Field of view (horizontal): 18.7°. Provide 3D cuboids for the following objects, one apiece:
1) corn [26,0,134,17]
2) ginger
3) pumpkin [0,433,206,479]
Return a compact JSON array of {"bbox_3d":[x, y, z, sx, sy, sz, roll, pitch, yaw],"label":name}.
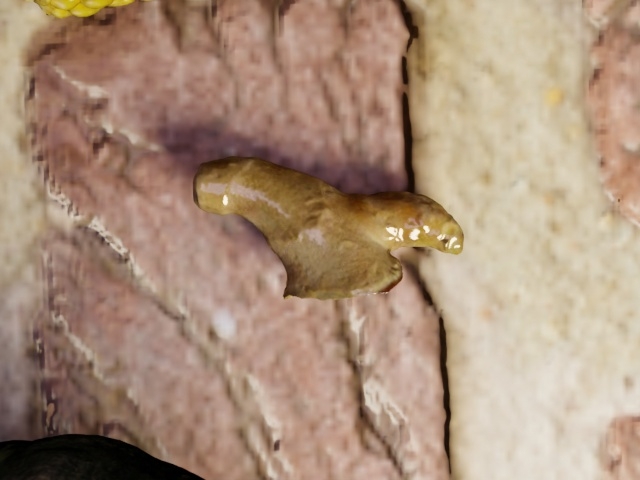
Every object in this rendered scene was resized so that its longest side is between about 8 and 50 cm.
[{"bbox_3d":[0.012,-0.150,0.634,0.260,0.091,0.091,-26,100,1],"label":"corn"},{"bbox_3d":[0.001,0.001,0.674,0.097,0.030,0.048,12,65,-6],"label":"ginger"},{"bbox_3d":[-0.072,0.164,0.622,0.212,0.152,0.211,0,112,-1],"label":"pumpkin"}]
